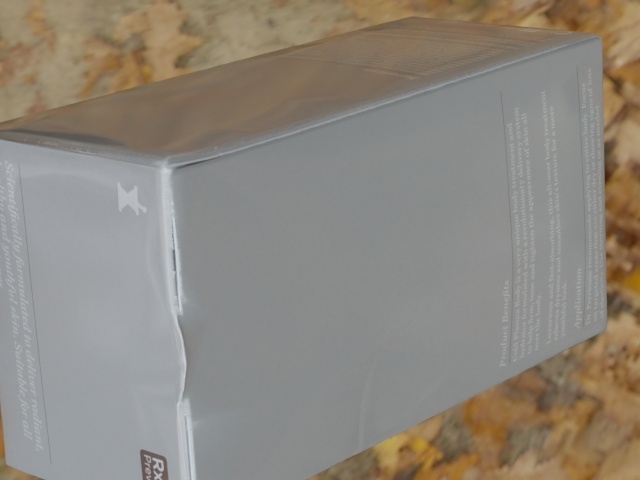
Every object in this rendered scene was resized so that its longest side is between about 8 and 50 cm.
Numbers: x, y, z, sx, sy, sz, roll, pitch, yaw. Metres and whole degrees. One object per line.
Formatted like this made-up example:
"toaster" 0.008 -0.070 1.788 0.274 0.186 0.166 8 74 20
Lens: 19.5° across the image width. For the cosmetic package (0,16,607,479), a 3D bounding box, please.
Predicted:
"cosmetic package" 0.000 0.000 0.665 0.107 0.238 0.127 13 111 43
